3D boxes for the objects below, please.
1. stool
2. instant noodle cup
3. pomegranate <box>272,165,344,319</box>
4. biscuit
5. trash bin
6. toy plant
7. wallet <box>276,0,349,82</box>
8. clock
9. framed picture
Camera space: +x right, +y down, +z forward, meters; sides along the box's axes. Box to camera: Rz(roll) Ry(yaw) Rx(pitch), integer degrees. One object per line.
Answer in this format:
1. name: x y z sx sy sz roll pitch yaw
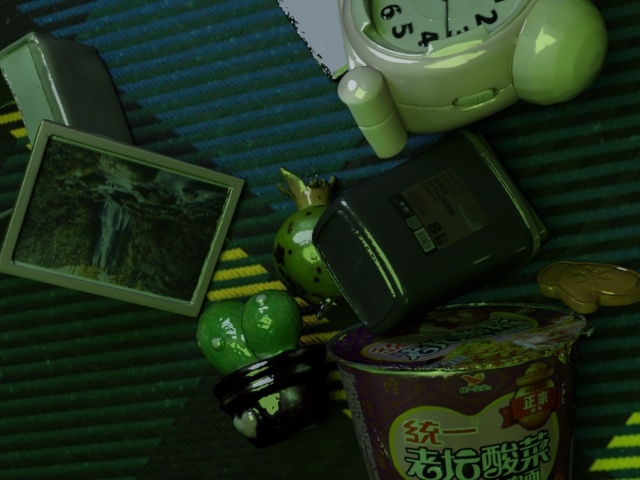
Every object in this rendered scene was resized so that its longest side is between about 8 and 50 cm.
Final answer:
1. stool: -0.463 -0.159 1.707 0.270 0.170 0.243 -24 81 21
2. instant noodle cup: 0.190 0.242 1.379 0.340 0.340 0.265 -4 98 22
3. pomegranate: -0.011 -0.003 1.538 0.156 0.156 0.220 -44 60 17
4. biscuit: 0.354 0.059 1.405 0.140 0.118 0.023 4 117 20
5. trash bin: 0.154 -0.016 1.416 0.209 0.290 0.182 59 151 11
6. toy plant: -0.084 0.178 1.559 0.218 0.175 0.235 -35 72 50
7. wallet: 0.001 -0.364 1.586 0.124 0.025 0.244 -37 78 19
8. clock: 0.186 -0.290 1.381 0.326 0.184 0.342 -20 58 18
9. framed picture: -0.296 -0.026 1.602 0.240 0.324 0.020 -68 26 10
